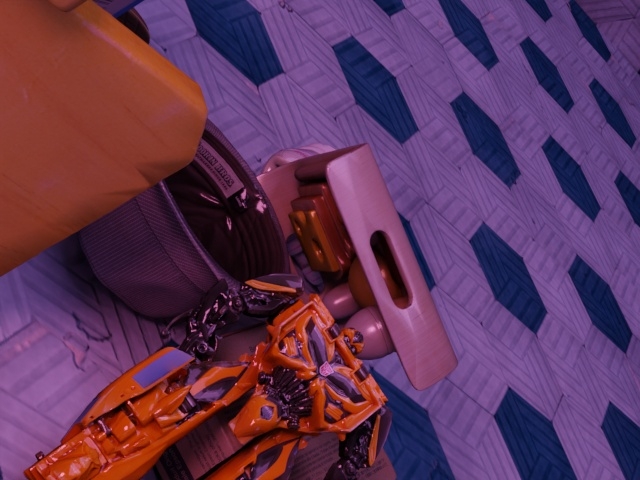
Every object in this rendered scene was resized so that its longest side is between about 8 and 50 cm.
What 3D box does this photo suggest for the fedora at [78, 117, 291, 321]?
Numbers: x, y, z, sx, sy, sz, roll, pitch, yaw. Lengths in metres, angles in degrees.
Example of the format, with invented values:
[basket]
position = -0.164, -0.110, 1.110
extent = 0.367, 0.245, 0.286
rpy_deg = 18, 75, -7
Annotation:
[fedora]
position = -0.138, -0.012, 1.234
extent = 0.244, 0.124, 0.275
rpy_deg = 60, 15, -1

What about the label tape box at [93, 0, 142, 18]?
[label tape box]
position = -0.267, -0.363, 1.236
extent = 0.115, 0.249, 0.348
rpy_deg = 1, 65, -58

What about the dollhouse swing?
[dollhouse swing]
position = -0.297, -0.161, 0.897
extent = 0.315, 0.347, 0.305
rpy_deg = 65, 18, 16

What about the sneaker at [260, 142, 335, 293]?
[sneaker]
position = 0.000, 0.000, 1.507
extent = 0.111, 0.103, 0.252
rpy_deg = 4, 51, -54

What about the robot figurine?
[robot figurine]
position = -0.071, 0.154, 1.057
extent = 0.291, 0.085, 0.211
rpy_deg = -35, 93, -23

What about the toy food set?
[toy food set]
position = 0.014, 0.030, 1.307
extent = 0.220, 0.092, 0.306
rpy_deg = 67, -16, -7

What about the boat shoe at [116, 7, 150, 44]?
[boat shoe]
position = -0.247, -0.259, 1.391
extent = 0.178, 0.064, 0.060
rpy_deg = 33, 37, -35

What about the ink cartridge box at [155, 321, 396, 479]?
[ink cartridge box]
position = -0.051, 0.179, 1.220
extent = 0.193, 0.088, 0.234
rpy_deg = 60, 27, 9
